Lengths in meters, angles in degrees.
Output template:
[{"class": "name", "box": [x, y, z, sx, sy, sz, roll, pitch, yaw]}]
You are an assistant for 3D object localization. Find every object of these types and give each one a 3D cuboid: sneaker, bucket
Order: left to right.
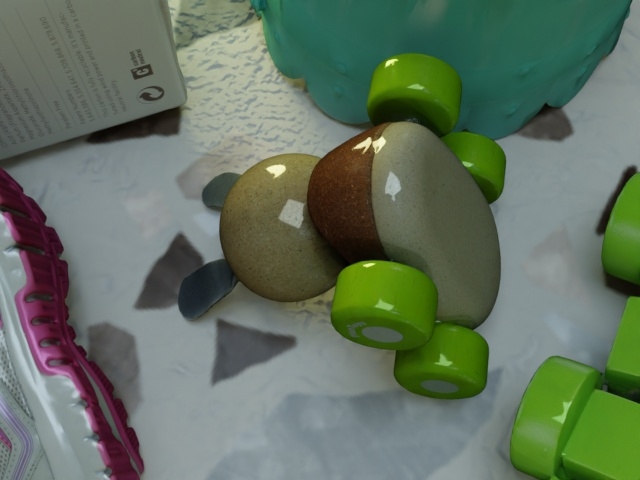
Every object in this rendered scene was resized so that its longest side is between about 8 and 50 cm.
[{"class": "sneaker", "box": [-0.193, 0.049, 0.474, 0.111, 0.103, 0.252, -24, 78, -4]}, {"class": "bucket", "box": [0.086, -0.221, 0.552, 0.281, 0.183, 0.281, 0, 66, -1]}]

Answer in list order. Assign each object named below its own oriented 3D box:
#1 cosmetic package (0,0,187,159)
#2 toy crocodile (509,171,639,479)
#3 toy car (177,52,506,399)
[{"class": "cosmetic package", "box": [-0.301, -0.150, 0.539, 0.385, 0.156, 0.217, -19, 65, -9]}, {"class": "toy crocodile", "box": [0.197, 0.066, 0.476, 0.115, 0.105, 0.340, 19, 61, 31]}, {"class": "toy car", "box": [0.000, 0.000, 0.512, 0.188, 0.149, 0.155, -5, 59, 30]}]
